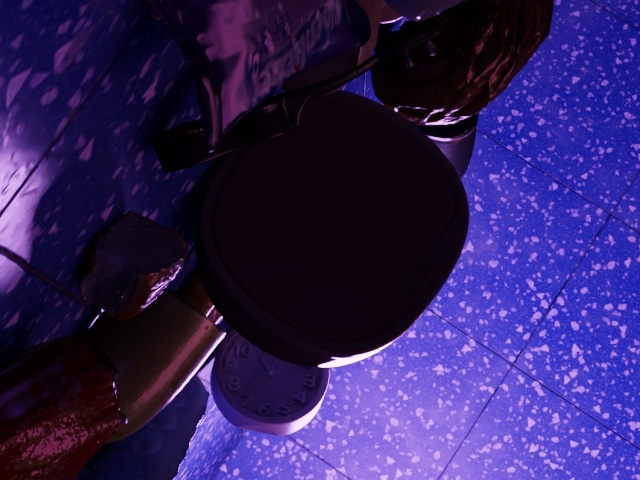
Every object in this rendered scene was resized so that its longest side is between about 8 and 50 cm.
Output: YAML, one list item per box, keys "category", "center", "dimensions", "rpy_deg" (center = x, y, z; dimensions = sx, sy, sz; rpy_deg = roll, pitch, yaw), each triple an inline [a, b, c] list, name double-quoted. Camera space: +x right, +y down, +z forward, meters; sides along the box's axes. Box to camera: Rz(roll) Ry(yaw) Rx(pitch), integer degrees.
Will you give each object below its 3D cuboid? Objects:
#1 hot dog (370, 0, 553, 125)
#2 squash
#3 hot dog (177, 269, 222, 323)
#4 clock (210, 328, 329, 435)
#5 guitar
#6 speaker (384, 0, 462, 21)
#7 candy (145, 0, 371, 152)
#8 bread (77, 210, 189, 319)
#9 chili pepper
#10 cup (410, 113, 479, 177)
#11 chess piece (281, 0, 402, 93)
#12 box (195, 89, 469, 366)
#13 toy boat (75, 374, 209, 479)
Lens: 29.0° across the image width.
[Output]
- category: "hot dog"
  center: [0.200, -0.277, 1.697]
  dimensions: [0.267, 0.174, 0.387]
  rpy_deg: [-44, 180, 23]
- category: "squash"
  center: [-0.199, 0.130, 1.259]
  dimensions: [0.186, 0.123, 0.123]
  rpy_deg: [-50, 171, -14]
- category: "hot dog"
  center: [-0.129, 0.051, 1.572]
  dimensions: [0.286, 0.061, 0.088]
  rpy_deg: [-50, 167, -33]
- category: "clock"
  center: [-0.086, 0.229, 2.091]
  dimensions: [0.197, 0.197, 0.068]
  rpy_deg: [-52, 171, -29]
- category: "guitar"
  center: [-0.015, -0.122, 1.064]
  dimensions: [0.271, 0.038, 0.084]
  rpy_deg: [-21, -166, 3]
- category: "speaker"
  center: [0.106, -0.302, 0.952]
  dimensions: [0.183, 0.184, 0.406]
  rpy_deg: [-41, 180, 26]
- category: "candy"
  center: [-0.038, -0.180, 0.953]
  dimensions: [0.275, 0.070, 0.145]
  rpy_deg: [-43, 129, -47]
- category: "bread"
  center: [-0.170, 0.025, 1.131]
  dimensions: [0.083, 0.077, 0.070]
  rpy_deg: [-49, 166, -51]
- category: "chili pepper"
  center: [-0.284, 0.177, 1.015]
  dimensions: [0.144, 0.136, 0.253]
  rpy_deg: [-8, -170, 32]
- category: "cup"
  center: [0.203, -0.218, 2.303]
  dimensions: [0.176, 0.169, 0.223]
  rpy_deg: [100, -12, -54]
- category: "chess piece"
  center: [0.063, -0.274, 1.247]
  dimensions: [0.397, 0.117, 0.117]
  rpy_deg: [-50, 171, -50]
- category: "box"
  center: [0.000, 0.000, 1.421]
  dimensions: [0.301, 0.301, 0.216]
  rpy_deg: [-54, 180, -18]
- category: "toy boat"
  center: [-0.264, 0.293, 1.672]
  dimensions: [0.215, 0.123, 0.330]
  rpy_deg: [-51, -173, 28]
